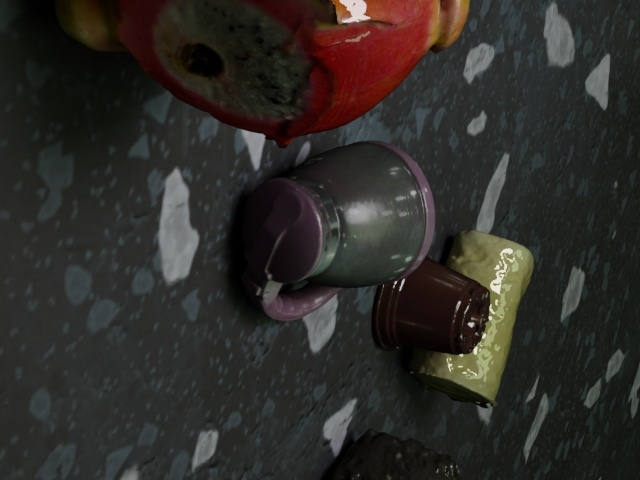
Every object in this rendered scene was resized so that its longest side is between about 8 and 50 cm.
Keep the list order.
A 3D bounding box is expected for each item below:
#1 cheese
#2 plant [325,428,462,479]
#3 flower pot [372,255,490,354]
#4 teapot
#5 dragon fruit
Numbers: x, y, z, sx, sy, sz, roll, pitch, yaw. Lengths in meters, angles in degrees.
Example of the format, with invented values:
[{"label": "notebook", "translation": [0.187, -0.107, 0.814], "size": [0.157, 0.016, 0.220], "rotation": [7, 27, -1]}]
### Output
[{"label": "cheese", "translation": [0.163, 0.081, 1.369], "size": [0.123, 0.094, 0.167], "rotation": [41, 68, -60]}, {"label": "plant", "translation": [0.050, 0.283, 1.218], "size": [0.203, 0.131, 0.142], "rotation": [-58, 153, -27]}, {"label": "flower pot", "translation": [0.114, 0.066, 1.270], "size": [0.111, 0.089, 0.111], "rotation": [-39, 136, -50]}, {"label": "teapot", "translation": [-0.002, -0.010, 1.014], "size": [0.146, 0.148, 0.116], "rotation": [-11, 78, -49]}, {"label": "dragon fruit", "translation": [-0.019, -0.174, 0.736], "size": [0.227, 0.224, 0.224], "rotation": [-73, 160, -44]}]
